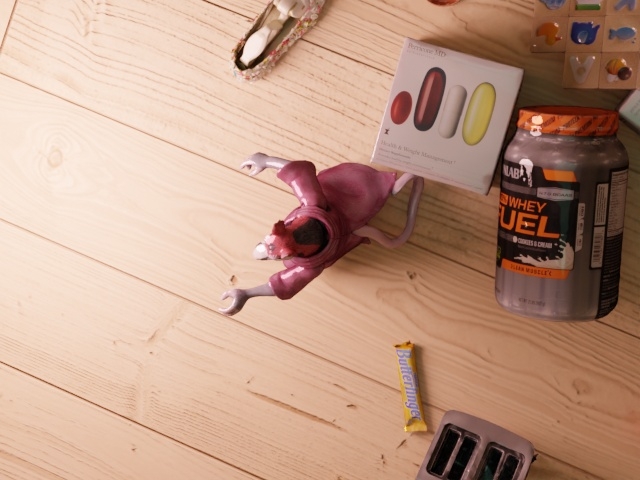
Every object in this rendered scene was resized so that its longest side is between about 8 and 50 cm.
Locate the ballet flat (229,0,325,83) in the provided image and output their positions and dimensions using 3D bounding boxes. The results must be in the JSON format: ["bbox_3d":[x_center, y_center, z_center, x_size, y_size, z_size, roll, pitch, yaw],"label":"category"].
[{"bbox_3d":[-0.067,-0.359,1.822,0.091,0.077,0.241,36,101,5],"label":"ballet flat"}]

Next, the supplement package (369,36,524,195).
[{"bbox_3d":[0.205,-0.200,1.757,0.194,0.149,0.203,16,101,8],"label":"supplement package"}]

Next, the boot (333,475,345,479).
[{"bbox_3d":[0.104,0.475,1.896,0.262,0.095,0.203,-44,87,15],"label":"boot"}]

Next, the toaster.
[{"bbox_3d":[0.254,0.382,1.815,0.168,0.110,0.185,23,64,13],"label":"toaster"}]

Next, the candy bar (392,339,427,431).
[{"bbox_3d":[0.152,0.250,1.893,0.040,0.018,0.161,-7,97,11],"label":"candy bar"}]

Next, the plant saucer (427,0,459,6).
[{"bbox_3d":[0.201,-0.422,1.798,0.084,0.013,0.083,1,97,10],"label":"plant saucer"}]

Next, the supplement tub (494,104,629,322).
[{"bbox_3d":[0.373,-0.046,1.714,0.194,0.193,0.315,3,102,10],"label":"supplement tub"}]

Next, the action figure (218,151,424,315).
[{"bbox_3d":[0.000,0.000,1.707,0.276,0.370,0.248,8,99,8],"label":"action figure"}]

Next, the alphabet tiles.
[{"bbox_3d":[0.471,-0.397,1.689,0.285,0.011,0.342,5,85,26],"label":"alphabet tiles"}]

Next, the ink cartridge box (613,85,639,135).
[{"bbox_3d":[0.623,-0.189,1.702,0.273,0.114,0.197,39,101,3],"label":"ink cartridge box"}]
